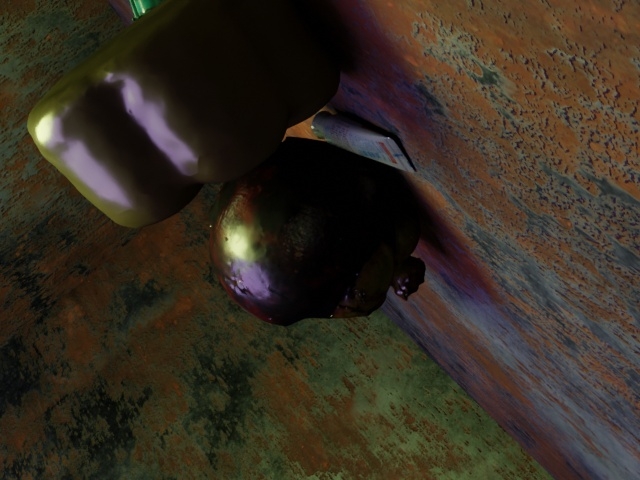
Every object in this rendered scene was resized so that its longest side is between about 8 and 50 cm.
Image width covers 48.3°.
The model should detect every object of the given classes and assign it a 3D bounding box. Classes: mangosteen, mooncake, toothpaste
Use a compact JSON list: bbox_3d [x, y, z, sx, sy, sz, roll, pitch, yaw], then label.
[{"bbox_3d":[-0.009,-0.022,1.401,0.381,0.422,0.380,176,90,-76],"label":"mangosteen"},{"bbox_3d":[-0.211,-0.222,1.104,0.262,0.467,0.467,56,172,-22],"label":"mooncake"},{"bbox_3d":[0.068,-0.175,1.241,0.234,0.057,0.089,34,170,49],"label":"toothpaste"}]

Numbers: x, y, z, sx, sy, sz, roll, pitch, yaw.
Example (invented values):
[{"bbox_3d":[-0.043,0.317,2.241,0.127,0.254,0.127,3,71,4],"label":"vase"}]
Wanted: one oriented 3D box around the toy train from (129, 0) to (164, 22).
[{"bbox_3d":[-0.344,-0.511,1.415,0.194,0.120,0.298,-128,19,-75],"label":"toy train"}]
